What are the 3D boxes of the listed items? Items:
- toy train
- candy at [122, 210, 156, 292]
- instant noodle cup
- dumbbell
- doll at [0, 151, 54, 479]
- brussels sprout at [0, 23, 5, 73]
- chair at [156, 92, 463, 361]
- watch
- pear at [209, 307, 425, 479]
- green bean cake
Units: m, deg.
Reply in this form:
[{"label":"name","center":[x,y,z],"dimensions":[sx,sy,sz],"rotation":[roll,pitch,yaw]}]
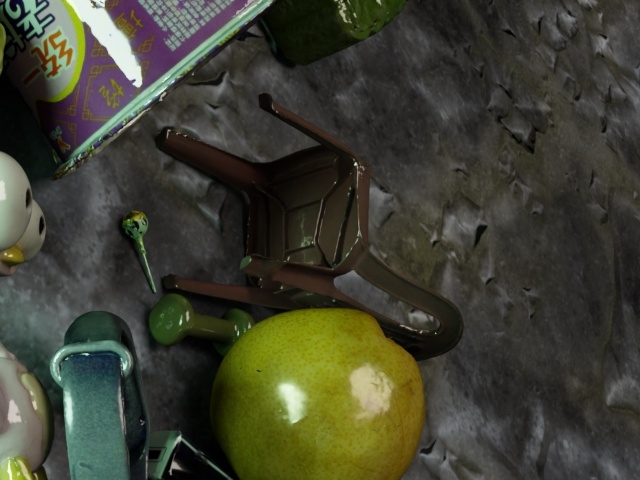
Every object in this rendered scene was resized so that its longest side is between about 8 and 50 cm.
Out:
[{"label":"toy train","center":[-0.086,0.269,1.826],"dimensions":[0.252,0.048,0.055],"rotation":[49,47,-37]},{"label":"candy","center":[-0.171,0.011,1.875],"dimensions":[0.025,0.023,0.083],"rotation":[-21,96,-23]},{"label":"instant noodle cup","center":[-0.197,-0.254,1.751],"dimensions":[0.266,0.340,0.340],"rotation":[50,35,-6]},{"label":"dumbbell","center":[-0.115,0.085,1.885],"dimensions":[0.118,0.052,0.046],"rotation":[17,31,-51]},{"label":"doll","center":[-0.274,0.066,1.610],"dimensions":[0.160,0.094,0.365],"rotation":[52,31,-72]},{"label":"brussels sprout","center":[-0.347,-0.153,1.600],"dimensions":[0.180,0.162,0.143],"rotation":[-70,170,-71]},{"label":"chair","center":[0.000,0.000,1.992],"dimensions":[0.326,0.176,0.183],"rotation":[23,61,-44]},{"label":"watch","center":[-0.183,0.164,1.641],"dimensions":[0.193,0.068,0.206],"rotation":[-98,-177,-59]},{"label":"pear","center":[0.001,0.162,1.855],"dimensions":[0.209,0.209,0.208],"rotation":[33,46,-42]},{"label":"green bean cake","center":[-0.005,-0.347,2.236],"dimensions":[0.248,0.125,0.222],"rotation":[60,33,-12]}]
